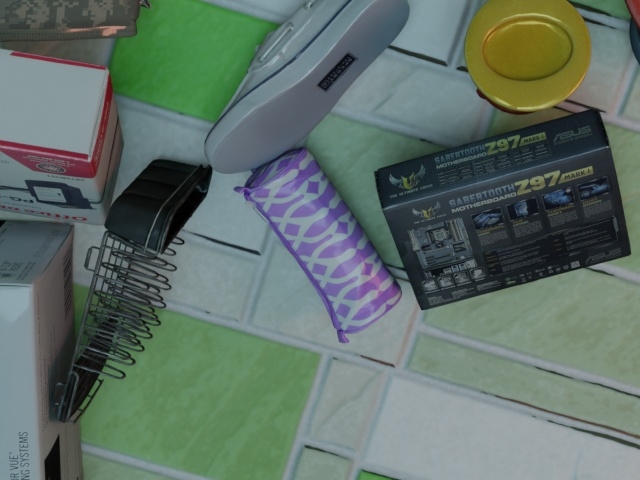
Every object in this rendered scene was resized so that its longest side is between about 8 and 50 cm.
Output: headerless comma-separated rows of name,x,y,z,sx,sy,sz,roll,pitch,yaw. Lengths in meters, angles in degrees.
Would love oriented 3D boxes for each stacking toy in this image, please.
stacking toy,0.284,-0.263,1.637,0.309,0.130,0.279,-7,81,2

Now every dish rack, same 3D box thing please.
dish rack,-0.195,0.057,1.687,0.074,0.208,0.271,19,109,4

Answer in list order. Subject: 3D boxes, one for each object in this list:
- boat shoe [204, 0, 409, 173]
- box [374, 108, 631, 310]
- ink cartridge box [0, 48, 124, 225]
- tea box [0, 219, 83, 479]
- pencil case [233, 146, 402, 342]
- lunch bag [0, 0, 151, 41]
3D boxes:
boat shoe,-0.025,-0.175,1.666,0.258,0.084,0.095,-41,146,5
box,0.187,-0.028,1.670,0.232,0.059,0.183,-16,141,7
ink cartridge box,-0.290,-0.099,1.611,0.172,0.237,0.100,9,76,-1
tea box,-0.426,0.160,1.717,0.323,0.220,0.329,2,108,2
pencil case,0.000,0.000,1.715,0.088,0.086,0.206,-41,103,-21
lunch bag,-0.301,-0.315,1.580,0.287,0.169,0.235,-1,110,-20
